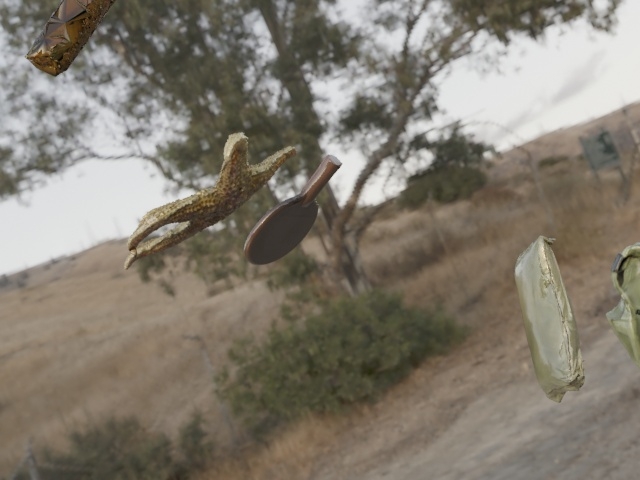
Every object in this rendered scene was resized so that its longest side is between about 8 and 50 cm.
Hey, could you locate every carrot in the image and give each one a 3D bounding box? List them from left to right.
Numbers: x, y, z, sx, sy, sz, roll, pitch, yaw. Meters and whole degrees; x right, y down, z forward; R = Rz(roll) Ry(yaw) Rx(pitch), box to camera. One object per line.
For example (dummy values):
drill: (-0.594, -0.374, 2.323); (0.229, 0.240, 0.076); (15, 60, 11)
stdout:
carrot: (-0.312, -0.315, 1.362); (0.228, 0.069, 0.069); (-64, 12, -20)

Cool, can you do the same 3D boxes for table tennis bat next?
table tennis bat: (0.000, 0.000, 1.222); (0.170, 0.119, 0.107); (-53, -26, 21)

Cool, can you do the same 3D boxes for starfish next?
starfish: (-0.146, -0.061, 1.521); (0.299, 0.060, 0.302); (-47, -13, 35)

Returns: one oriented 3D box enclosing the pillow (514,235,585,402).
pillow: (0.295, 0.103, 1.330); (0.053, 0.208, 0.119); (-7, -14, -11)

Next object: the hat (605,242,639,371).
hat: (0.268, 0.081, 0.692); (0.081, 0.166, 0.122); (-16, -49, -28)
